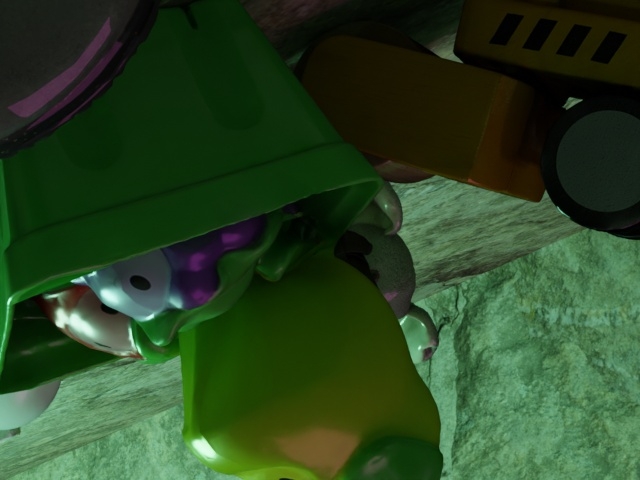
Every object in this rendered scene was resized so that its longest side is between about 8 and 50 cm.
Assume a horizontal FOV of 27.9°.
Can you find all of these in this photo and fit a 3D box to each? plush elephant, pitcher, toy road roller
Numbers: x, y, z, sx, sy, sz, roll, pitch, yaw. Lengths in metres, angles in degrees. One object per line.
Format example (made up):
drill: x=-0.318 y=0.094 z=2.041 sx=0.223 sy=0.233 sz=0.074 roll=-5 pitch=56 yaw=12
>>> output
plush elephant: x=-0.005 y=0.068 z=1.454 sx=0.255 sy=0.272 sz=0.330 roll=-12 pitch=-155 yaw=33
pitcher: x=-0.331 y=0.132 z=1.495 sx=0.177 sy=0.125 sz=0.207 roll=-11 pitch=155 yaw=-35
toy road roller: x=0.162 y=-0.143 z=0.990 sx=0.329 sy=0.241 sz=0.202 roll=15 pitch=-177 yaw=20

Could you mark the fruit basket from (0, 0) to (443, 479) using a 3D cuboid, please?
fruit basket: x=-0.085 y=0.057 z=0.916 sx=0.283 sy=0.392 sz=0.392 roll=-17 pitch=169 yaw=-20

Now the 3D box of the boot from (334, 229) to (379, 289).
boot: x=0.000 y=0.000 z=1.150 sx=0.091 sy=0.229 sz=0.263 roll=-27 pitch=170 yaw=4

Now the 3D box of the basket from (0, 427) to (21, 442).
basket: x=-0.503 y=0.244 z=1.753 sx=0.167 sy=0.113 sz=0.103 roll=-20 pitch=174 yaw=-6

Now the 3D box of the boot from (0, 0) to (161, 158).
boot: x=-0.246 y=-0.089 z=0.556 sx=0.338 sy=0.118 sz=0.222 roll=-28 pitch=163 yaw=12
